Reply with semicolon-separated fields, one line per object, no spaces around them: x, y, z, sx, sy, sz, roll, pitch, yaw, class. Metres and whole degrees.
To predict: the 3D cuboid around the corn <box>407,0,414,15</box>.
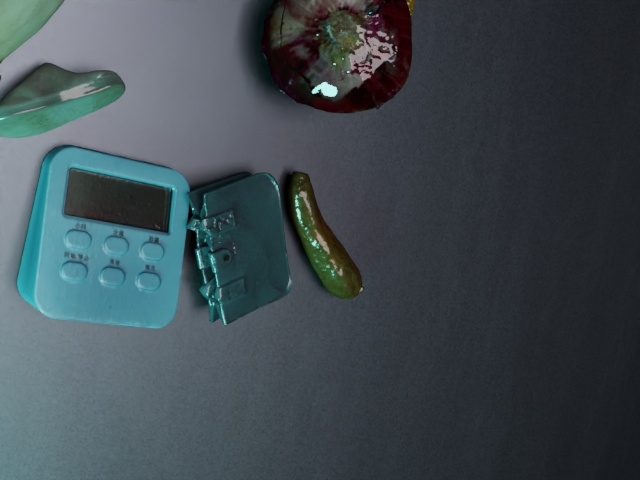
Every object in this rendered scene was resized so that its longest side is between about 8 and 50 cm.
0.062;-0.484;1.355;0.097;0.097;0.320;-49;121;-15;corn

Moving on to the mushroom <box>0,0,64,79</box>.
-0.391;-0.353;1.057;0.128;0.128;0.350;36;85;-35;mushroom

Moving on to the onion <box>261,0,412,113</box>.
0.034;-0.320;1.315;0.252;0.219;0.252;0;86;4;onion

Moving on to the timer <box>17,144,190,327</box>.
-0.315;-0.005;1.216;0.231;0.091;0.250;9;92;-35;timer

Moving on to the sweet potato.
0.000;0.000;1.446;0.075;0.075;0.273;-39;117;-21;sweet potato

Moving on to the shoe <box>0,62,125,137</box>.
-0.378;-0.210;1.142;0.195;0.079;0.078;-21;78;-21;shoe

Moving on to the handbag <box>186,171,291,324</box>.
-0.135;0.010;1.330;0.179;0.062;0.229;-26;116;-45;handbag
